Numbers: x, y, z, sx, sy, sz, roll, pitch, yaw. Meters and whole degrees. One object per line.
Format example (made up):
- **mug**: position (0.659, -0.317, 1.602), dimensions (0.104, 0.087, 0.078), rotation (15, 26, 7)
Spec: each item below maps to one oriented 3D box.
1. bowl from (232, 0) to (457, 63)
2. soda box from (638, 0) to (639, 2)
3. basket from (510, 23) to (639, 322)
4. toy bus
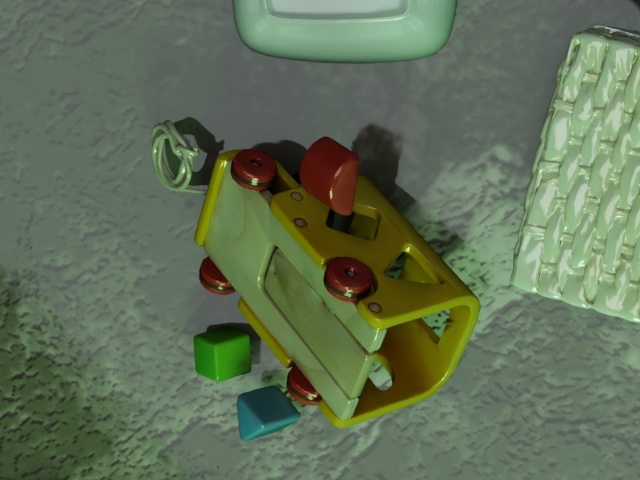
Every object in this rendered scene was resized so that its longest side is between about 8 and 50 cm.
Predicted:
- **bowl**: position (0.013, -0.177, 1.188), dimensions (0.142, 0.053, 0.142), rotation (1, 96, 6)
- **soda box**: position (0.134, -0.263, 1.141), dimensions (0.091, 0.098, 0.286), rotation (-43, 89, 8)
- **basket**: position (0.181, -0.037, 1.145), dimensions (0.113, 0.103, 0.167), rotation (15, 97, 16)
- **toy bus**: position (0.005, 0.012, 1.178), dimensions (0.104, 0.191, 0.202), rotation (-14, 95, -35)
